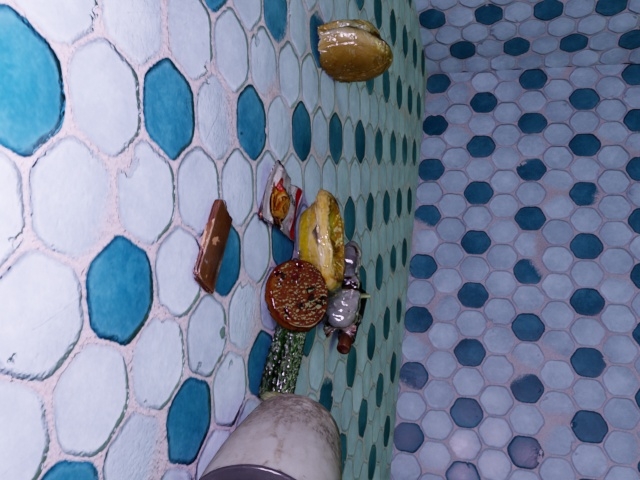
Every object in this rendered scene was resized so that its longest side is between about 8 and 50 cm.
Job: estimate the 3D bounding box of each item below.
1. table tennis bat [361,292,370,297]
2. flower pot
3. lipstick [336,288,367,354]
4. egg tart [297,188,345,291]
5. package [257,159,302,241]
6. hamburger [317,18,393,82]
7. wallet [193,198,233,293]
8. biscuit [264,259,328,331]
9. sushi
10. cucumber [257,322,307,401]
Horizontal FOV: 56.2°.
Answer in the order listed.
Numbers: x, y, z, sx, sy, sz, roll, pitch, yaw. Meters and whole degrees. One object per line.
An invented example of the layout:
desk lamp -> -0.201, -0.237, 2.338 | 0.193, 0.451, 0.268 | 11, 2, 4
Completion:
table tennis bat -> 0.125, 0.201, 2.172 | 0.156, 0.013, 0.087 | 5, 57, -43
flower pot -> -0.090, 0.488, 1.239 | 0.330, 0.294, 0.293 | -62, 150, -69
lipstick -> 0.109, 0.288, 2.157 | 0.299, 0.081, 0.081 | -67, 153, -50
egg tart -> 0.000, 0.000, 1.687 | 0.290, 0.115, 0.290 | -6, 90, -81
package -> -0.096, -0.097, 1.544 | 0.239, 0.030, 0.154 | 47, 53, -70
hamburger -> 0.122, -0.596, 1.899 | 0.309, 0.211, 0.132 | 20, 68, -70
wallet -> -0.214, 0.009, 1.194 | 0.095, 0.026, 0.176 | 72, 27, -61
biscuit -> -0.058, 0.139, 1.526 | 0.192, 0.049, 0.192 | 12, 67, -30
sushi -> 0.074, 0.155, 1.966 | 0.130, 0.124, 0.332 | 60, 33, -78
cucumber -> -0.078, 0.240, 1.548 | 0.096, 0.096, 0.359 | 69, 26, -51
